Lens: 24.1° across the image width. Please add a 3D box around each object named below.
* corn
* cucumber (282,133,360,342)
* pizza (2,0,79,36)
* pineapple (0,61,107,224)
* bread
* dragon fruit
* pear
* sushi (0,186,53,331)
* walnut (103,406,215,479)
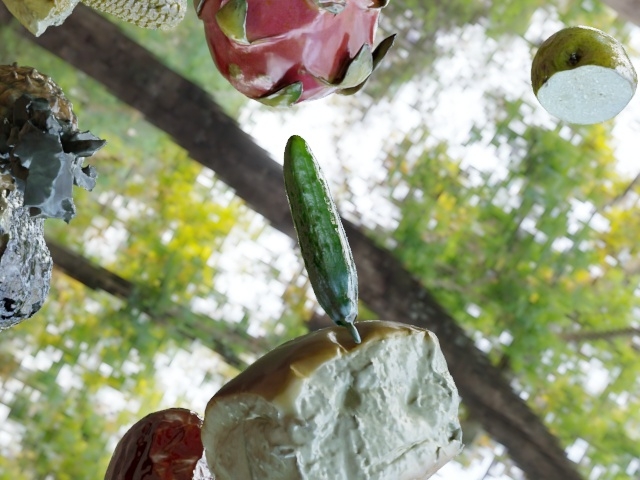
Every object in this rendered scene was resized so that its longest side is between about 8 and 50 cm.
[{"bbox_3d":[-0.330,-0.390,2.086,0.119,0.321,0.119,-42,-149,33],"label":"corn"},{"bbox_3d":[0.000,0.000,1.657,0.056,0.056,0.250,-37,-118,48],"label":"cucumber"},{"bbox_3d":[-0.313,-0.392,1.601,0.268,0.258,0.087,-54,165,3],"label":"pizza"},{"bbox_3d":[-0.269,-0.088,1.393,0.128,0.128,0.248,-58,-151,2],"label":"pineapple"},{"bbox_3d":[0.012,0.218,1.734,0.279,0.225,0.250,-18,169,-34],"label":"bread"},{"bbox_3d":[-0.026,-0.253,1.638,0.224,0.224,0.227,-65,-169,-16],"label":"dragon fruit"},{"bbox_3d":[0.344,-0.225,1.955,0.141,0.141,0.104,-36,-140,49],"label":"pear"},{"bbox_3d":[-0.496,-0.040,2.136,0.210,0.171,0.350,-12,-118,10],"label":"sushi"},{"bbox_3d":[-0.200,0.367,2.190,0.243,0.222,0.269,-13,-123,11],"label":"walnut"}]
